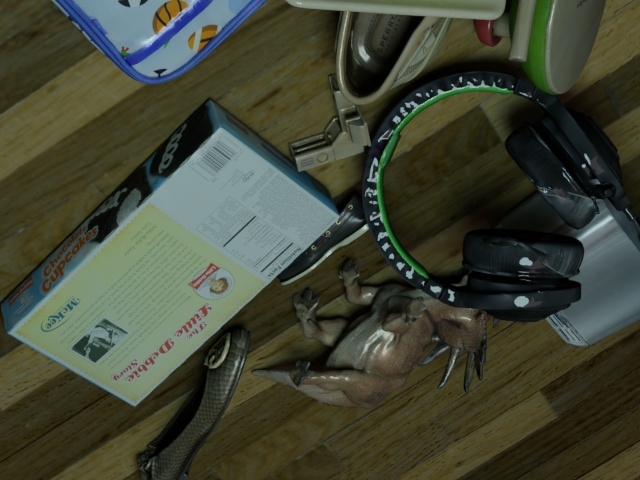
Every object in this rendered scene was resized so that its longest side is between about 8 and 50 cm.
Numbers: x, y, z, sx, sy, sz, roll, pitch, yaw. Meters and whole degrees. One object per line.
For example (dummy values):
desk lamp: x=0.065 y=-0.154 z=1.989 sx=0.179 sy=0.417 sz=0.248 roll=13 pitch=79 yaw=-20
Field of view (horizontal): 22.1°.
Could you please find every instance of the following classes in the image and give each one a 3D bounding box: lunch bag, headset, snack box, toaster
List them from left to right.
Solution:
snack box: x=-0.158 y=0.021 z=1.718 sx=0.322 sy=0.060 sz=0.187 roll=-43 pitch=128 yaw=14
lunch bag: x=-0.109 y=-0.297 z=1.435 sx=0.303 sy=0.115 sz=0.243 roll=-41 pitch=129 yaw=1
headset: x=0.232 y=-0.021 z=1.665 sx=0.394 sy=0.185 sz=0.243 roll=23 pitch=97 yaw=1
toaster: x=0.293 y=0.015 z=1.832 sx=0.146 sy=0.129 sz=0.227 roll=-35 pitch=128 yaw=11

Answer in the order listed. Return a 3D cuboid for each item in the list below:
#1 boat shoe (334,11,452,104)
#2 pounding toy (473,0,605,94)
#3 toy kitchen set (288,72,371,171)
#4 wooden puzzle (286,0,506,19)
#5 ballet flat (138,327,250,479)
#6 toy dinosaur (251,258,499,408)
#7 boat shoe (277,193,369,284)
boat shoe: x=0.095 y=-0.277 z=1.518 sx=0.122 sy=0.110 sz=0.341 roll=23 pitch=125 yaw=12
pounding toy: x=0.199 y=-0.246 z=1.600 sx=0.237 sy=0.110 sz=0.183 roll=12 pitch=93 yaw=-68
toy kitchen set: x=0.006 y=-0.112 z=1.669 sx=0.075 sy=0.068 sz=0.083 roll=-18 pitch=129 yaw=-6
wooden puzzle: x=0.085 y=-0.311 z=1.413 sx=0.221 sy=0.044 sz=0.238 roll=1 pitch=113 yaw=-20
ballet flat: x=-0.146 y=0.195 z=1.854 sx=0.058 sy=0.084 sz=0.250 roll=26 pitch=121 yaw=-7
toy dinosaur: x=0.076 y=0.125 z=1.848 sx=0.296 sy=0.127 sz=0.200 roll=-35 pitch=137 yaw=15
boat shoe: x=0.000 y=-0.001 z=1.772 sx=0.133 sy=0.049 sz=0.042 roll=-38 pitch=101 yaw=19
